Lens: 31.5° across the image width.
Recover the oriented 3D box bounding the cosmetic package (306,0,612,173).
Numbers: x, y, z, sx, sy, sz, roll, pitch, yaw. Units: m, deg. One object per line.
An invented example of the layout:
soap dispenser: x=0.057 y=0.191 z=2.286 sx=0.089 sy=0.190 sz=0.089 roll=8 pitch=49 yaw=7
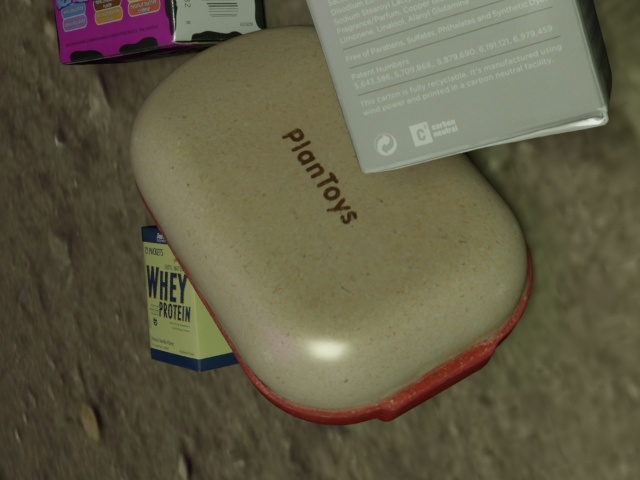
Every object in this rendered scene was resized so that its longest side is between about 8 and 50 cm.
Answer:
cosmetic package: x=0.036 y=-0.159 z=0.438 sx=0.107 sy=0.127 sz=0.238 roll=-11 pitch=106 yaw=18

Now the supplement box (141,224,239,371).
supplement box: x=-0.058 y=0.029 z=0.696 sx=0.056 sy=0.083 sz=0.083 roll=5 pitch=101 yaw=50

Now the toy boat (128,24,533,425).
toy boat: x=0.000 y=0.000 z=0.597 sx=0.231 sy=0.151 sz=0.151 roll=56 pitch=165 yaw=28

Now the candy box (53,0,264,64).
candy box: x=-0.114 y=-0.235 z=0.720 sx=0.159 sy=0.071 sz=0.233 roll=5 pitch=102 yaw=52
